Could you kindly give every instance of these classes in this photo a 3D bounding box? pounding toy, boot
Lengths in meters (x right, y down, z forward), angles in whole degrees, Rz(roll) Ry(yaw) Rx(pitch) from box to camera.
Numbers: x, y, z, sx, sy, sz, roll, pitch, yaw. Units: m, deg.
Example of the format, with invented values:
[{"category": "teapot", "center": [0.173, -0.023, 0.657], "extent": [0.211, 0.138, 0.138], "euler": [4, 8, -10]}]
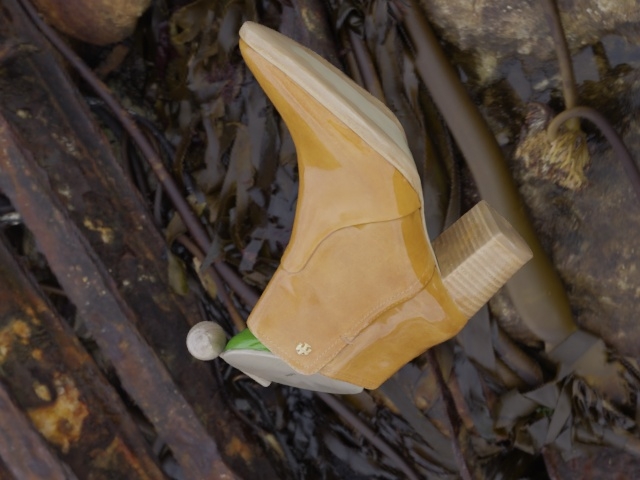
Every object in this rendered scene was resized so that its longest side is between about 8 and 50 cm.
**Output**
[{"category": "pounding toy", "center": [-0.042, 0.124, 0.791], "extent": [0.237, 0.183, 0.110], "euler": [-8, 59, 42]}, {"category": "boot", "center": [0.001, 0.000, 0.475], "extent": [0.295, 0.104, 0.211], "euler": [38, 114, -18]}]
